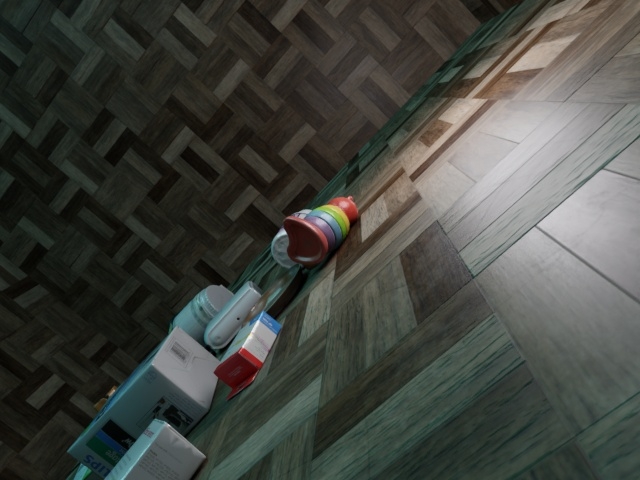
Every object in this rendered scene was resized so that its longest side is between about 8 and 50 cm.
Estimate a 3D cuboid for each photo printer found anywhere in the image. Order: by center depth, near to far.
[{"bbox_3d":[-0.369,0.320,1.976,0.307,0.107,0.256,-48,9,-4],"label":"photo printer"}]

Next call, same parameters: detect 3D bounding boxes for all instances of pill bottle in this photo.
[{"bbox_3d":[-0.084,-0.017,1.908,0.169,0.169,0.301,-43,10,25],"label":"pill bottle"}]

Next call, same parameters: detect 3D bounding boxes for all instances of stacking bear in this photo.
[{"bbox_3d":[0.026,-0.055,1.612,0.164,0.175,0.289,16,38,30],"label":"stacking bear"}]

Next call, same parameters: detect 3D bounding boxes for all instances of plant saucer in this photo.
[{"bbox_3d":[-0.164,0.211,1.673,0.310,0.050,0.310,-46,8,8],"label":"plant saucer"}]

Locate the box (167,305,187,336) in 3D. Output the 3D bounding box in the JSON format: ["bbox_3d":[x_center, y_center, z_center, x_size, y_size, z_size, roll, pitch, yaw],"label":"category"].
[{"bbox_3d":[-0.761,0.540,2.536,0.293,0.074,0.295,-38,47,48],"label":"box"}]

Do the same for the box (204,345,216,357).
[{"bbox_3d":[-0.510,0.542,1.831,0.216,0.060,0.270,-48,8,-3],"label":"box"}]

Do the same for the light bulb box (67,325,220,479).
[{"bbox_3d":[-0.532,0.520,1.492,0.361,0.225,0.358,-46,9,1],"label":"light bulb box"}]

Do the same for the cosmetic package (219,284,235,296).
[{"bbox_3d":[-0.592,0.392,2.589,0.296,0.153,0.129,-42,11,38],"label":"cosmetic package"}]

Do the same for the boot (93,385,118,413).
[{"bbox_3d":[-0.966,0.839,2.163,0.283,0.220,0.109,-52,10,-29],"label":"boot"}]

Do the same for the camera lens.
[{"bbox_3d":[-0.544,0.372,2.212,0.274,0.219,0.219,-45,9,18],"label":"camera lens"}]

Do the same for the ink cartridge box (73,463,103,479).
[{"bbox_3d":[-0.756,0.762,1.680,0.201,0.117,0.278,-45,22,17],"label":"ink cartridge box"}]

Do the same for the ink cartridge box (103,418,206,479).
[{"bbox_3d":[-0.420,0.571,1.042,0.306,0.131,0.226,-51,9,-29],"label":"ink cartridge box"}]

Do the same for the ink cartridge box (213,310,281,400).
[{"bbox_3d":[-0.211,0.321,1.318,0.134,0.078,0.231,-42,11,31],"label":"ink cartridge box"}]

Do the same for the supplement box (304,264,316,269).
[{"bbox_3d":[0.000,0.000,1.731,0.080,0.078,0.233,-38,14,47],"label":"supplement box"}]
